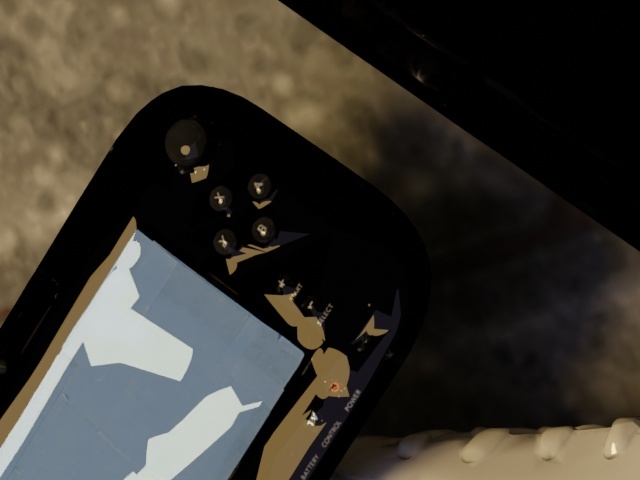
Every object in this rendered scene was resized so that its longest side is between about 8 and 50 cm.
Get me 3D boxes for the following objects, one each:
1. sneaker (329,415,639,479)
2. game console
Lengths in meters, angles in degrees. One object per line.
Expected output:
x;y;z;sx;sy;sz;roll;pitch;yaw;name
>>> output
0.083;0.090;0.545;0.305;0.114;0.152;25;95;27;sneaker
0.000;0.000;0.517;0.213;0.044;0.361;37;99;33;game console
